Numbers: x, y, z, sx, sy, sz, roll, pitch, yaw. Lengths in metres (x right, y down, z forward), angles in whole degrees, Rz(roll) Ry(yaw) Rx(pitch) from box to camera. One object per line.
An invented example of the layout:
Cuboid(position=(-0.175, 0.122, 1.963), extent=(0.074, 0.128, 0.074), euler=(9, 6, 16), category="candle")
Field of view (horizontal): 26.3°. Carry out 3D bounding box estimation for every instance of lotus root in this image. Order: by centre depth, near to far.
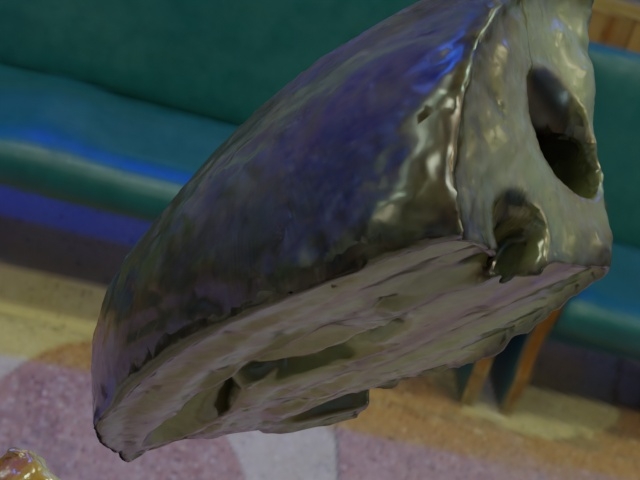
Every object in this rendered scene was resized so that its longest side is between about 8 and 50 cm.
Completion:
Cuboid(position=(0.001, -0.005, 0.609), extent=(0.210, 0.314, 0.142), euler=(0, 67, -37), category="lotus root")

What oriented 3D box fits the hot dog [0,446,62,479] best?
Cuboid(position=(-0.321, 0.408, 1.204), extent=(0.196, 0.367, 0.365), euler=(26, 55, 36), category="hot dog")
